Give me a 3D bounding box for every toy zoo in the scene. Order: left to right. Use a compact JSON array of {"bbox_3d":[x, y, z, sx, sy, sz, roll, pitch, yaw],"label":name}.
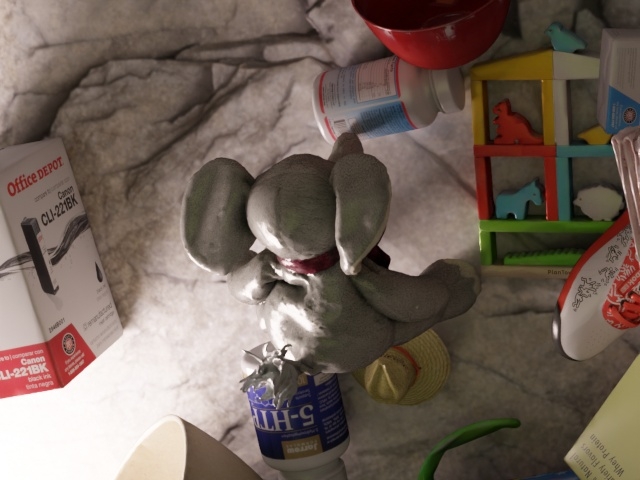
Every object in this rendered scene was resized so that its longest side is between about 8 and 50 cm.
[{"bbox_3d":[0.268,-0.099,1.941,0.192,0.030,0.293,0,107,18],"label":"toy zoo"}]

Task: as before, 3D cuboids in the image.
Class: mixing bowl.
[{"bbox_3d":[0.132,-0.251,1.880,0.181,0.181,0.098,-2,137,19],"label":"mixing bowl"}]

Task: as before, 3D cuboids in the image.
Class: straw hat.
[{"bbox_3d":[0.082,0.158,2.048,0.145,0.061,0.144,12,128,15],"label":"straw hat"}]

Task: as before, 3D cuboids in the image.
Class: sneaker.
[{"bbox_3d":[0.364,0.037,1.854,0.090,0.145,0.270,31,97,-35],"label":"sneaker"}]

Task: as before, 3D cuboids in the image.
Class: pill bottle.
[{"bbox_3d":[-0.025,0.218,2.097,0.112,0.112,0.186,-7,105,20],"label":"pill bottle"},{"bbox_3d":[0.078,-0.163,1.953,0.160,0.087,0.087,-10,104,21],"label":"pill bottle"}]

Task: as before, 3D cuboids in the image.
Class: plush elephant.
[{"bbox_3d":[0.000,0.000,1.902,0.272,0.330,0.255,9,115,23],"label":"plush elephant"}]

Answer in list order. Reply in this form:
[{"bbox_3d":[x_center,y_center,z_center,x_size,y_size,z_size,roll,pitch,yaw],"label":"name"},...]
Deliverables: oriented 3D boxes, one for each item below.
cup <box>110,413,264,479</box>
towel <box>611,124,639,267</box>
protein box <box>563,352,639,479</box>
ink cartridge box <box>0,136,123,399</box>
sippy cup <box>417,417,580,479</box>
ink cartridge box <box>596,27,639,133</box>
[{"bbox_3d":[-0.139,0.407,2.113,0.237,0.331,0.331,25,116,-18],"label":"cup"},{"bbox_3d":[0.475,-0.008,1.779,0.332,0.053,0.317,-20,104,-21],"label":"towel"},{"bbox_3d":[0.416,0.235,1.895,0.200,0.136,0.201,52,121,39],"label":"protein box"},{"bbox_3d":[-0.360,0.030,2.100,0.114,0.197,0.272,-12,103,20],"label":"ink cartridge box"},{"bbox_3d":[0.244,0.372,2.008,0.224,0.240,0.305,-20,110,12],"label":"sippy cup"},{"bbox_3d":[0.391,-0.169,1.845,0.181,0.061,0.104,1,109,-2],"label":"ink cartridge box"}]
